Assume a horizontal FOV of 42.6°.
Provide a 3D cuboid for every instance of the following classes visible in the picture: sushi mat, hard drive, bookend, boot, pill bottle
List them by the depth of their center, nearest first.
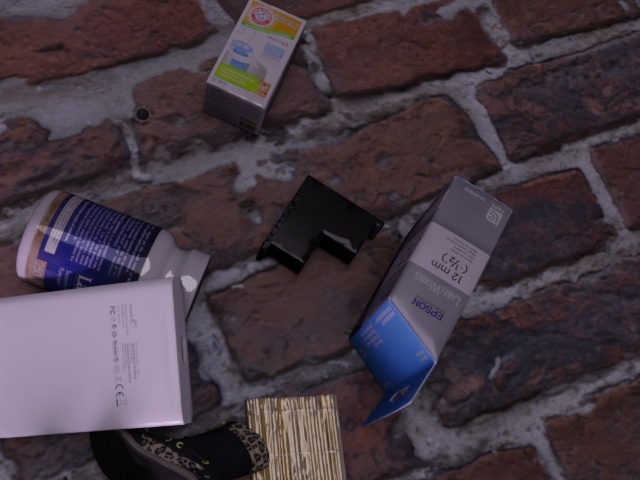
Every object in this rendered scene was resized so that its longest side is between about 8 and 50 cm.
[{"bbox_3d":[-0.337,0.170,1.174,0.307,0.040,0.203,-8,83,15],"label":"hard drive"},{"bbox_3d":[-0.210,0.311,1.217,0.236,0.085,0.178,19,19,36],"label":"boot"},{"bbox_3d":[-0.030,0.397,1.262,0.151,0.019,0.317,-2,70,-14],"label":"sushi mat"},{"bbox_3d":[-0.313,0.035,1.264,0.264,0.153,0.153,20,67,-3],"label":"pill bottle"},{"bbox_3d":[0.000,0.000,1.388,0.157,0.072,0.156,31,67,0],"label":"bookend"}]

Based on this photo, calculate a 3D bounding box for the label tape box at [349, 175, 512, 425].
[{"bbox_3d":[0.141,0.102,1.283,0.115,0.249,0.348,33,67,1],"label":"label tape box"}]

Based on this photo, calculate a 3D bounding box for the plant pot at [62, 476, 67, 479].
[{"bbox_3d":[-0.292,0.423,1.128,0.165,0.167,0.167,15,67,-16],"label":"plant pot"}]

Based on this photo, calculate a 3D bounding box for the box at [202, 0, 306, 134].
[{"bbox_3d":[-0.118,-0.312,1.463,0.114,0.103,0.203,24,67,-3],"label":"box"}]
